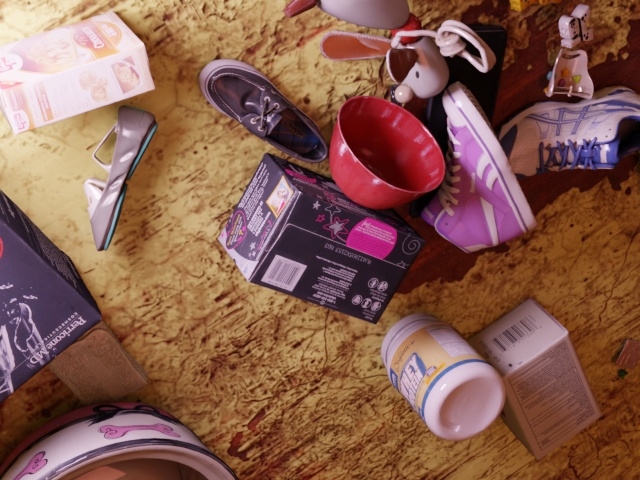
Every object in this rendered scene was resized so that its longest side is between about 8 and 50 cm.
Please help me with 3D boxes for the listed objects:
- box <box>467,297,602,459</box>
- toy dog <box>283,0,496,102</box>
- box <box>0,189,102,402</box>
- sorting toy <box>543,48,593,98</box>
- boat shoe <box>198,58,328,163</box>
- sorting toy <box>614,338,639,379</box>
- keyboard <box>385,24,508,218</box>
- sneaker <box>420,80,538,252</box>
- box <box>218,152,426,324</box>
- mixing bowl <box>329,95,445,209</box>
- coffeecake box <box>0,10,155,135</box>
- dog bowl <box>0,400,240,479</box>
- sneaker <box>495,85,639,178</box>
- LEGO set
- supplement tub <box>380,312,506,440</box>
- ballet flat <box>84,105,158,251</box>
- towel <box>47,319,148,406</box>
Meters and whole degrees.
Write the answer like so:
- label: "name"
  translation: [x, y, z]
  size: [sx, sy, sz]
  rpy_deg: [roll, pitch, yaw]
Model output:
- label: "box"
  translation: [0.378, 0.245, 2.272]
  size: [0.148, 0.127, 0.232]
  rpy_deg: [-33, 128, -7]
- label: "toy dog"
  translation: [0.060, -0.291, 1.762]
  size: [0.334, 0.220, 0.161]
  rpy_deg: [45, 78, -21]
- label: "box"
  translation: [-0.525, 0.077, 1.679]
  size: [0.343, 0.179, 0.312]
  rpy_deg: [-40, 129, -1]
- label: "sorting toy"
  translation: [0.393, -0.266, 2.043]
  size: [0.083, 0.045, 0.075]
  rpy_deg: [0, 110, -27]
- label: "boat shoe"
  translation: [-0.074, -0.176, 1.829]
  size: [0.080, 0.076, 0.228]
  rpy_deg: [-49, 128, 5]
- label: "sorting toy"
  translation: [0.579, 0.226, 2.437]
  size: [0.062, 0.012, 0.083]
  rpy_deg: [15, 106, -38]
- label: "keyboard"
  translation: [0.176, -0.179, 1.986]
  size: [0.201, 0.033, 0.317]
  rpy_deg: [-5, 119, -26]
- label: "sneaker"
  translation: [0.213, -0.097, 1.974]
  size: [0.161, 0.102, 0.282]
  rpy_deg: [-24, 116, 9]
- label: "box"
  translation: [0.000, 0.000, 1.928]
  size: [0.247, 0.142, 0.163]
  rpy_deg: [21, 108, -33]
- label: "mixing bowl"
  translation: [0.082, -0.113, 1.885]
  size: [0.181, 0.181, 0.098]
  rpy_deg: [8, 140, -31]
- label: "coffeecake box"
  translation: [-0.324, -0.215, 1.635]
  size: [0.185, 0.142, 0.068]
  rpy_deg: [-21, 124, -16]
- label: "dog bowl"
  translation: [-0.328, 0.423, 1.982]
  size: [0.408, 0.150, 0.408]
  rpy_deg: [-14, 128, -19]
- label: "sneaker"
  translation: [0.413, -0.162, 2.055]
  size: [0.296, 0.131, 0.112]
  rpy_deg: [-22, 127, -13]
- label: "LEGO set"
  translation: [0.331, -0.386, 1.908]
  size: [0.093, 0.087, 0.227]
  rpy_deg: [-35, 129, -24]
- label: "supplement tub"
  translation: [0.197, 0.221, 2.119]
  size: [0.144, 0.199, 0.144]
  rpy_deg: [-12, 122, -21]
- label: "ballet flat"
  translation: [-0.290, -0.089, 1.785]
  size: [0.068, 0.072, 0.213]
  rpy_deg: [22, 107, -6]
- label: "towel"
  translation: [-0.335, 0.196, 1.940]
  size: [0.110, 0.027, 0.148]
  rpy_deg: [-35, 127, -4]
